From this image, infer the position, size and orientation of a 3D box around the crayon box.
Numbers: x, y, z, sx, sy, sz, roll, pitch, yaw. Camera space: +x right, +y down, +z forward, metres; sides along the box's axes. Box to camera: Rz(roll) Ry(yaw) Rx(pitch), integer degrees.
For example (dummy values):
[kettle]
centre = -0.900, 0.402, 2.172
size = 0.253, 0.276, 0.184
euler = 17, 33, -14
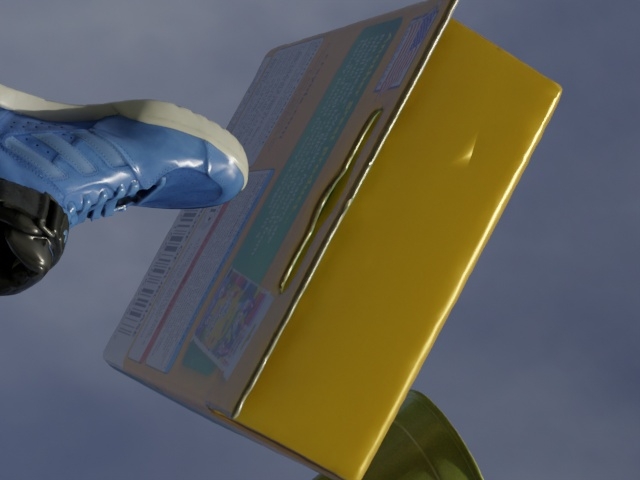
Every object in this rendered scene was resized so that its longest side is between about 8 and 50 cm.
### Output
[crayon box]
centre = 0.000, 0.000, 0.911
size = 0.203, 0.083, 0.323
euler = -62, -166, -7

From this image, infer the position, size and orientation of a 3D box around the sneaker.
[sneaker]
centre = -0.097, -0.013, 0.711
size = 0.058, 0.152, 0.085
euler = -45, -139, 45

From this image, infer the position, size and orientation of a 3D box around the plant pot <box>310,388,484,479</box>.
[plant pot]
centre = 0.034, 0.132, 0.971
size = 0.079, 0.083, 0.083
euler = -28, -123, -16
